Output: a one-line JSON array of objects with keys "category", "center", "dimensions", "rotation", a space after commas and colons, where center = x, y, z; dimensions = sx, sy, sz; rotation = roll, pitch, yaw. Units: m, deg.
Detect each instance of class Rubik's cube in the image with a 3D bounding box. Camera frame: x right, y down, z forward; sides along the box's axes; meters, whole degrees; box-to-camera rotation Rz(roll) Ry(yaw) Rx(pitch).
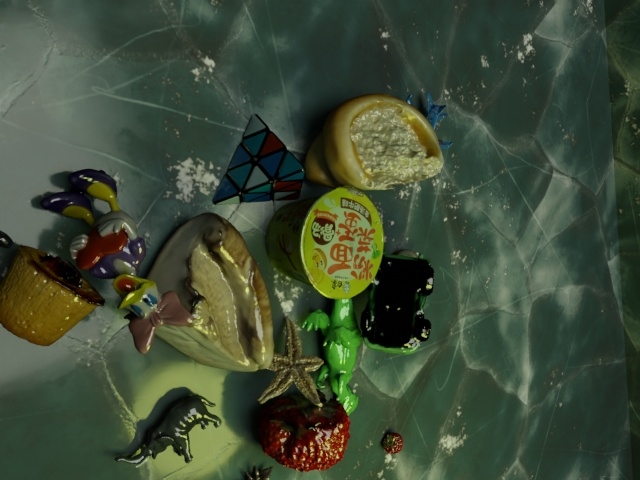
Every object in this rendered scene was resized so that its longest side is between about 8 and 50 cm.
[{"category": "Rubik's cube", "center": [-0.092, -0.169, 1.670], "dimensions": [0.234, 0.250, 0.284], "rotation": [41, 62, -53]}]

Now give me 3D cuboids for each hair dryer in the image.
[{"category": "hair dryer", "center": [-0.711, 0.011, 1.279], "dimensions": [0.079, 0.031, 0.083], "rotation": [37, 79, -23]}]

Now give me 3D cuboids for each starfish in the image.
[{"category": "starfish", "center": [-0.105, 0.347, 1.681], "dimensions": [0.231, 0.295, 0.048], "rotation": [-12, 146, -11]}]

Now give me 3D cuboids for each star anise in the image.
[{"category": "star anise", "center": [-0.197, 0.705, 1.711], "dimensions": [0.129, 0.056, 0.124], "rotation": [11, 87, -38]}]

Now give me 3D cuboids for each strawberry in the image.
[{"category": "strawberry", "center": [0.255, 0.699, 2.062], "dimensions": [0.083, 0.073, 0.073], "rotation": [44, 67, -46]}, {"category": "strawberry", "center": [-0.042, 0.559, 1.700], "dimensions": [0.261, 0.261, 0.258], "rotation": [-3, 98, -38]}]

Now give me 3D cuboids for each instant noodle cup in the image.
[{"category": "instant noodle cup", "center": [0.000, 0.000, 1.708], "dimensions": [0.311, 0.221, 0.311], "rotation": [-4, 96, -39]}]

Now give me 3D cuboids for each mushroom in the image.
[{"category": "mushroom", "center": [-0.256, 0.163, 1.560], "dimensions": [0.397, 0.224, 0.314], "rotation": [50, 45, -42]}]

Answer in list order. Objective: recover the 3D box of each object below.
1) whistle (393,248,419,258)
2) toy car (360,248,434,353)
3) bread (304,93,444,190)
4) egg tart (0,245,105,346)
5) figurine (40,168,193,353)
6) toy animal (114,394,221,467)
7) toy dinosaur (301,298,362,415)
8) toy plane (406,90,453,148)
[{"category": "whistle", "center": [0.258, 0.109, 2.026], "dimensions": [0.220, 0.057, 0.107], "rotation": [-40, 102, -24]}, {"category": "toy car", "center": [0.237, 0.176, 1.864], "dimensions": [0.176, 0.213, 0.359], "rotation": [78, 19, -68]}, {"category": "bread", "center": [0.172, -0.254, 1.796], "dimensions": [0.424, 0.245, 0.329], "rotation": [-16, 64, -39]}, {"category": "egg tart", "center": [-0.585, 0.118, 1.283], "dimensions": [0.215, 0.215, 0.171], "rotation": [41, 83, -33]}, {"category": "figurine", "center": [-0.447, 0.035, 1.327], "dimensions": [0.154, 0.421, 0.193], "rotation": [-33, 159, 3]}, {"category": "toy animal", "center": [-0.378, 0.508, 1.542], "dimensions": [0.269, 0.082, 0.137], "rotation": [-40, 113, -25]}, {"category": "toy dinosaur", "center": [0.111, 0.289, 1.898], "dimensions": [0.500, 0.144, 0.374], "rotation": [-60, 139, -29]}, {"category": "toy plane", "center": [0.347, -0.363, 2.027], "dimensions": [0.254, 0.105, 0.271], "rotation": [41, 70, -32]}]
